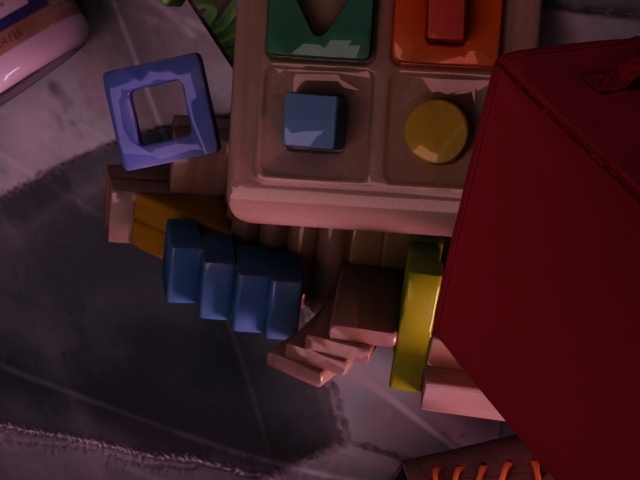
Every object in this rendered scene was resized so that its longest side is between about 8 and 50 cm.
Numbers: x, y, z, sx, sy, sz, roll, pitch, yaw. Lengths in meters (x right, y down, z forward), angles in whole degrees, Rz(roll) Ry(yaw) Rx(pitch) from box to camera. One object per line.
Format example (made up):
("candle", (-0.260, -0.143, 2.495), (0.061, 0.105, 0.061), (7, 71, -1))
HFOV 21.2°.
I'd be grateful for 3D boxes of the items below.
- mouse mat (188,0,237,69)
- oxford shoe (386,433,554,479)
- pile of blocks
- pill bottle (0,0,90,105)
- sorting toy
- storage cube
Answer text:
("mouse mat", (0.016, -0.157, 1.030), (0.190, 0.007, 0.152), (-26, 108, 24))
("oxford shoe", (0.130, 0.181, 1.086), (0.364, 0.133, 0.130), (-32, 54, 42))
("pile of blocks", (0.000, 0.000, 1.088), (0.362, 0.149, 0.112), (20, 119, 23))
("pill bottle", (-0.288, -0.208, 1.161), (0.153, 0.153, 0.264), (-27, 99, 42))
("sorting toy", (0.036, -0.100, 0.995), (0.348, 0.047, 0.196), (4, 97, 10))
("storage cube", (0.197, 0.020, 0.891), (0.193, 0.184, 0.215), (51, 143, 43))
